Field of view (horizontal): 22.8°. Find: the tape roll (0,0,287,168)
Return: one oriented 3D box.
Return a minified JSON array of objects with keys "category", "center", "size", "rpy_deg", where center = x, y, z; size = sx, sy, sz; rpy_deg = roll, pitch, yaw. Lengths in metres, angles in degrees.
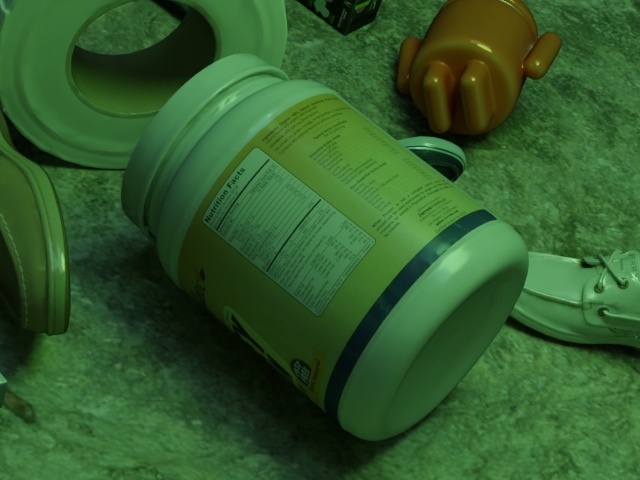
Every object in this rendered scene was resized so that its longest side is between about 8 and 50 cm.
[{"category":"tape roll","center":[-0.179,-0.203,1.509],"size":[0.286,0.286,0.100],"rpy_deg":[0,45,-24]}]

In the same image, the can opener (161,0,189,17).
[{"category":"can opener","center":[-0.180,-0.300,1.797],"size":[0.186,0.059,0.073],"rpy_deg":[46,18,13]}]

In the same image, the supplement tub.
[{"category":"supplement tub","center":[0.000,0.000,1.405],"size":[0.316,0.228,0.228],"rpy_deg":[39,43,20]}]

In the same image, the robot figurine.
[{"category":"robot figurine","center":[0.172,-0.205,1.787],"size":[0.128,0.158,0.219],"rpy_deg":[42,39,-11]}]

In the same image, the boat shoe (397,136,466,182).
[{"category":"boat shoe","center":[0.070,-0.056,1.632],"size":[0.183,0.065,0.083],"rpy_deg":[-1,47,-17]}]

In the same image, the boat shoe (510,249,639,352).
[{"category":"boat shoe","center":[0.300,0.049,1.584],"size":[0.277,0.096,0.098],"rpy_deg":[14,41,-9]}]

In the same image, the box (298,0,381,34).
[{"category":"box","center":[0.024,-0.293,1.877],"size":[0.083,0.052,0.062],"rpy_deg":[40,45,19]}]

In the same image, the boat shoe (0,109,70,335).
[{"category":"boat shoe","center":[-0.310,-0.030,1.398],"size":[0.110,0.121,0.341],"rpy_deg":[-10,39,-26]}]

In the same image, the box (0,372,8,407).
[{"category":"box","center":[-0.365,0.080,1.303],"size":[0.145,0.038,0.186],"rpy_deg":[-16,54,-36]}]
